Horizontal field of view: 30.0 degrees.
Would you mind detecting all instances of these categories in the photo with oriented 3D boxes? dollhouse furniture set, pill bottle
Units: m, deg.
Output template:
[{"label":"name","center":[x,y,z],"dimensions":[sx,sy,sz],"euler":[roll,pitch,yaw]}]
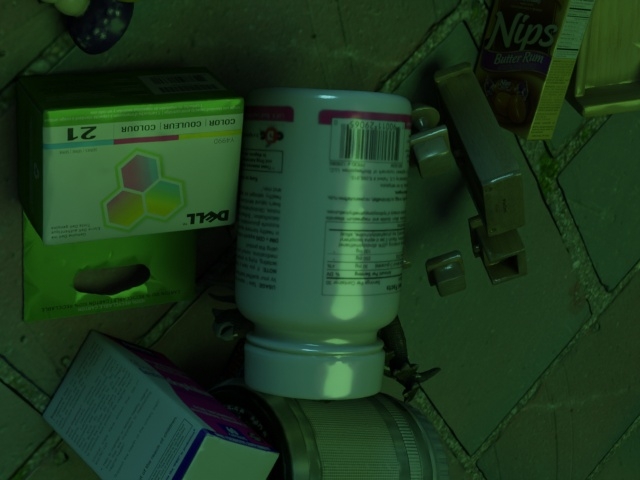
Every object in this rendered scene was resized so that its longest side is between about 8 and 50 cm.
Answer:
[{"label":"dollhouse furniture set","center":[0.039,-0.046,1.388],"dimensions":[0.356,0.173,0.303],"euler":[-18,145,1]},{"label":"pill bottle","center":[0.000,0.000,1.140],"dimensions":[0.160,0.160,0.283],"euler":[-1,96,-43]}]

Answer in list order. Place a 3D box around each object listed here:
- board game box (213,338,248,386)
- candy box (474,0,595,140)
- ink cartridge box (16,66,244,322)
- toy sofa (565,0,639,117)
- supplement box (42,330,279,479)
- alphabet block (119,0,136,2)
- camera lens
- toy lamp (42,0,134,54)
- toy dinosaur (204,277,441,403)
[{"label":"board game box","center":[-0.036,0.175,1.447],"dimensions":[0.201,0.035,0.136],"euler":[27,94,-47]},{"label":"candy box","center":[0.247,-0.224,1.419],"dimensions":[0.053,0.109,0.186],"euler":[-4,117,-41]},{"label":"ink cartridge box","center":[-0.181,-0.025,1.126],"dimensions":[0.189,0.097,0.255],"euler":[-7,118,-25]},{"label":"toy sofa","center":[0.363,-0.347,1.453],"dimensions":[0.150,0.177,0.362],"euler":[-9,123,-11]},{"label":"supplement box","center":[-0.165,0.197,1.205],"dimensions":[0.111,0.220,0.114],"euler":[27,93,-48]},{"label":"alphabet block","center":[-0.142,-0.314,0.903],"dimensions":[0.192,0.193,0.197],"euler":[17,76,-46]},{"label":"camera lens","center":[-0.016,0.267,1.331],"dimensions":[0.274,0.219,0.219],"euler":[11,105,-45]},{"label":"toy lamp","center":[-0.272,-0.235,0.959],"dimensions":[0.275,0.080,0.080],"euler":[29,93,-47]},{"label":"toy dinosaur","center":[0.040,0.093,1.315],"dimensions":[0.314,0.160,0.121],"euler":[6,137,-41]}]
